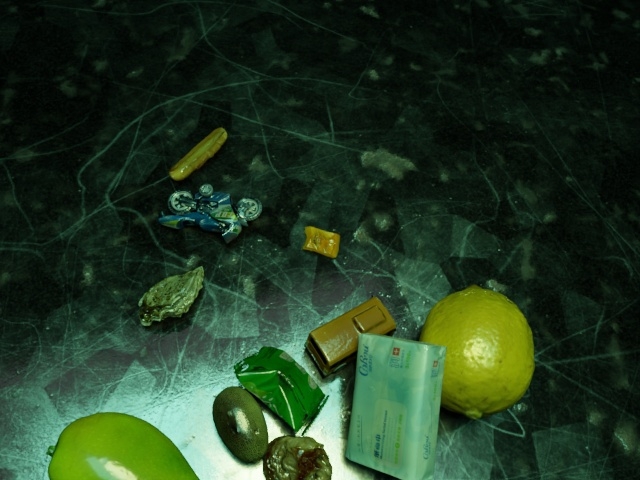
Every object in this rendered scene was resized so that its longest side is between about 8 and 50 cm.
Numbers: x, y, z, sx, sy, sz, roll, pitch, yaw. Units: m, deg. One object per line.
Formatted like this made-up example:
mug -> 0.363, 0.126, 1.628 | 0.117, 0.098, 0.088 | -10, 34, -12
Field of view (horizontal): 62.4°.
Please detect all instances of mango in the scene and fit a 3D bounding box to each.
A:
mango -> -0.334, 0.448, 0.983 | 0.343, 0.156, 0.192 | 36, 31, -2

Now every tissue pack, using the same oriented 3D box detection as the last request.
tissue pack -> 0.149, 0.330, 1.072 | 0.177, 0.089, 0.263 | 2, 79, 40

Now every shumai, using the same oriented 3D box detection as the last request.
shumai -> -0.052, 0.452, 1.069 | 0.139, 0.105, 0.123 | 13, 58, 30

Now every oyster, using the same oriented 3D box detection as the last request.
oyster -> -0.344, 0.130, 1.238 | 0.177, 0.064, 0.125 | -27, 51, -11

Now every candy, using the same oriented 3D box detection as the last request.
candy -> -0.081, 0.309, 1.136 | 0.203, 0.078, 0.141 | 37, 42, 11

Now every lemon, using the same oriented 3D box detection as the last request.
lemon -> 0.341, 0.237, 1.164 | 0.245, 0.245, 0.319 | 16, 54, 1

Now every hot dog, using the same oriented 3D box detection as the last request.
hot dog -> -0.331, -0.235, 1.466 | 0.066, 0.047, 0.215 | 7, 48, 40

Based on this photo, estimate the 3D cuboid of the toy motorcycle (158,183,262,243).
toy motorcycle -> -0.281, -0.063, 1.346 | 0.255, 0.092, 0.135 | 8, 67, 7

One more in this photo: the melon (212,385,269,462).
melon -> -0.162, 0.378, 1.087 | 0.099, 0.099, 0.162 | -26, 68, -21

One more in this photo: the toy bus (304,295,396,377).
toy bus -> 0.073, 0.215, 1.211 | 0.201, 0.114, 0.098 | -25, 66, -21

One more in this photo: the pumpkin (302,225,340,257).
pumpkin -> 0.002, -0.001, 1.379 | 0.101, 0.035, 0.073 | 13, 55, 2
